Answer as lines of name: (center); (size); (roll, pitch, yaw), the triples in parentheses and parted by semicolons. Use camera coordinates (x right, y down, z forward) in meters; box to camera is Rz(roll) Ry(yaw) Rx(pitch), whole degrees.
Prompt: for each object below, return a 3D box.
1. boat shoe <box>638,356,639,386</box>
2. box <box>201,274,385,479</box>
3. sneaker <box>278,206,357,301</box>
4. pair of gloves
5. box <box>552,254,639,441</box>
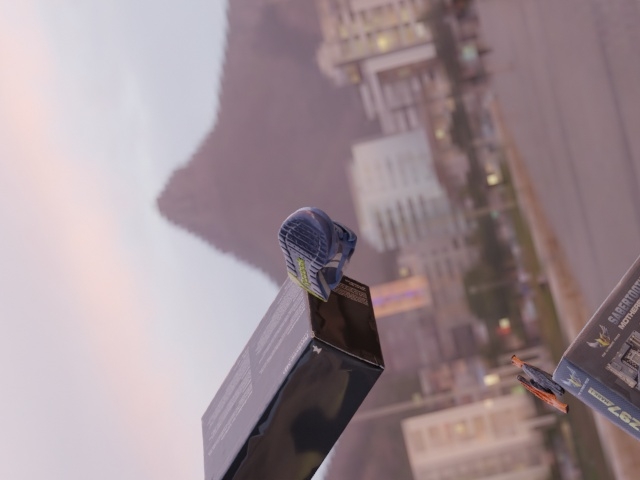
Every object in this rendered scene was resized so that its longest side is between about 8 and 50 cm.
boat shoe: (0.247, 0.010, 1.169); (0.076, 0.080, 0.229); (-22, -46, -46)
box: (-0.038, 0.180, 2.159); (0.261, 0.103, 0.184); (-58, 16, 23)
sneaker: (0.000, 0.000, 1.649); (0.053, 0.059, 0.144); (36, 161, 15)
pair of gloves: (0.254, 0.165, 2.131); (0.074, 0.010, 0.083); (32, 162, 25)
box: (0.376, 0.103, 1.895); (0.183, 0.233, 0.059); (35, 152, 12)
